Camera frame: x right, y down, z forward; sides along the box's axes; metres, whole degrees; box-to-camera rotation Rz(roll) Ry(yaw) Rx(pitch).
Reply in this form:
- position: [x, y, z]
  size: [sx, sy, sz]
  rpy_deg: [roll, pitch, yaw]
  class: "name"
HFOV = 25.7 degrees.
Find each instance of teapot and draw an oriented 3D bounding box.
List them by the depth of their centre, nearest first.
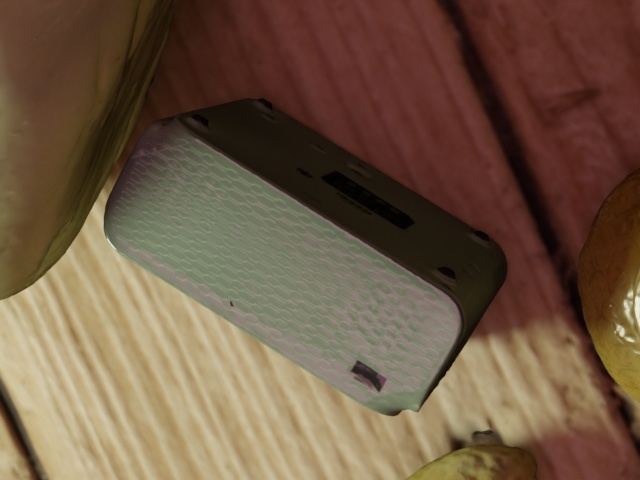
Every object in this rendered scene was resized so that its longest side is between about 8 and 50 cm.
- position: [0.267, 0.022, 0.917]
  size: [0.203, 0.167, 0.311]
  rpy_deg: [-5, 97, 18]
  class: "teapot"

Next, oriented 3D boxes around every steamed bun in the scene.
- position: [-0.246, -0.130, 0.979]
  size: [0.233, 0.312, 0.333]
  rpy_deg: [23, 98, -2]
  class: "steamed bun"

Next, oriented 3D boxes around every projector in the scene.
- position: [0.000, 0.000, 0.995]
  size: [0.250, 0.198, 0.108]
  rpy_deg: [31, 106, 9]
  class: "projector"

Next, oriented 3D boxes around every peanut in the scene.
- position: [0.075, 0.224, 1.070]
  size: [0.214, 0.099, 0.099]
  rpy_deg: [-31, 89, 13]
  class: "peanut"
